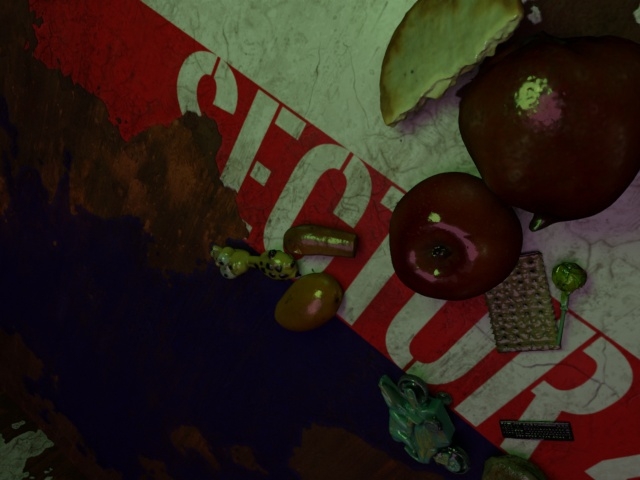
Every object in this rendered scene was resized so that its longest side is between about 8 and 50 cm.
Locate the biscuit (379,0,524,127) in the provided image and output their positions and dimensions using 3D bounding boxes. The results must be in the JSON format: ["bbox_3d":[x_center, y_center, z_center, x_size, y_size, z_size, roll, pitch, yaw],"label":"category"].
[{"bbox_3d":[0.217,-0.371,0.761,0.309,0.040,0.204,-32,62,49],"label":"biscuit"}]

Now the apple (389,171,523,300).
[{"bbox_3d":[0.259,-0.003,0.822,0.261,0.216,0.260,11,115,25],"label":"apple"}]

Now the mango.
[{"bbox_3d":[-0.043,0.173,1.097,0.217,0.102,0.141,-28,87,28],"label":"mango"}]

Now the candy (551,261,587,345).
[{"bbox_3d":[0.507,0.135,0.842,0.062,0.058,0.193,-148,49,-60],"label":"candy"}]

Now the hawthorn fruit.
[{"bbox_3d":[0.390,-0.189,0.666,0.295,0.295,0.311,-33,87,31],"label":"hawthorn fruit"}]

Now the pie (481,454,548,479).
[{"bbox_3d":[0.492,0.615,1.001,0.193,0.079,0.163,52,129,2],"label":"pie"}]

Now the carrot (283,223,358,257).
[{"bbox_3d":[0.000,0.000,1.029,0.194,0.087,0.087,1,108,24],"label":"carrot"}]

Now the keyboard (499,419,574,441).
[{"bbox_3d":[0.515,0.456,0.972,0.155,0.010,0.053,-13,102,29],"label":"keyboard"}]

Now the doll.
[{"bbox_3d":[-0.191,0.063,1.142,0.292,0.086,0.117,4,129,25],"label":"doll"}]

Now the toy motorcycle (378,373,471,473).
[{"bbox_3d":[0.258,0.476,1.062,0.199,0.109,0.296,-20,100,40],"label":"toy motorcycle"}]

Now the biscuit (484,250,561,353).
[{"bbox_3d":[0.437,0.142,0.899,0.139,0.016,0.231,-12,102,29],"label":"biscuit"}]
